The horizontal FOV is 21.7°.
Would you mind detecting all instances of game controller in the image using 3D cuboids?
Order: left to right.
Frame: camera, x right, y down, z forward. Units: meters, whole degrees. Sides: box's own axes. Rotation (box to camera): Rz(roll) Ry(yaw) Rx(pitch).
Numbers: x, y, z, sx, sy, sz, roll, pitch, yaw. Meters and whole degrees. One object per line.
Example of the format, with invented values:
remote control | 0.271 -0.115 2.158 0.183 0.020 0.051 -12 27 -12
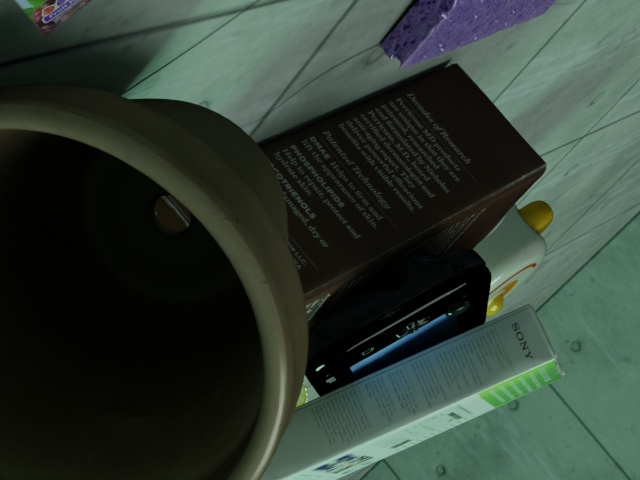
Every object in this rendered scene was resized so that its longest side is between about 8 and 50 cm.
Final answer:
game controller | 0.066 0.082 1.418 0.166 0.067 0.319 -38 168 -3

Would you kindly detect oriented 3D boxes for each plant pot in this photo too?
plant pot | -0.121 0.019 0.960 0.263 0.263 0.229 -45 -175 23

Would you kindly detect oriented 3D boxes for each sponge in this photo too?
sponge | 0.147 -0.207 1.341 0.210 0.031 0.117 -26 162 -45

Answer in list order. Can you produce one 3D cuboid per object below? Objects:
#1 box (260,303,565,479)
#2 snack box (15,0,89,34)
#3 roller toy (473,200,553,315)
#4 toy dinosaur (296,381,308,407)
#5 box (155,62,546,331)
box | 0.057 0.154 1.475 0.322 0.058 0.232 -23 168 5
snack box | -0.095 -0.165 0.776 0.141 0.037 0.100 -39 166 -1
roller toy | 0.158 0.026 1.922 0.209 0.146 0.191 -26 162 -48
toy dinosaur | -0.043 0.147 1.890 0.053 0.092 0.183 -30 165 -37
box | 0.000 0.000 1.405 0.381 0.143 0.191 -25 161 -44
